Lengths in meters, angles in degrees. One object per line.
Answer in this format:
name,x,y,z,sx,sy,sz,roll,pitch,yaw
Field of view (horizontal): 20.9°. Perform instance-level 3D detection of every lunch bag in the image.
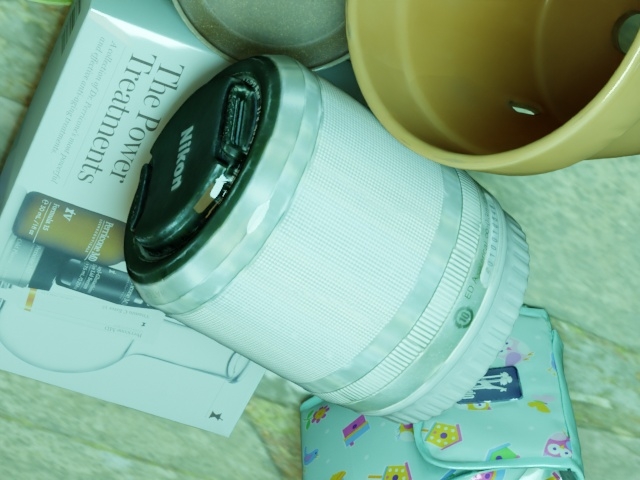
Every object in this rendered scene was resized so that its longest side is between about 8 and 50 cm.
lunch bag,0.116,0.192,1.583,0.262,0.223,0.160,-34,120,21

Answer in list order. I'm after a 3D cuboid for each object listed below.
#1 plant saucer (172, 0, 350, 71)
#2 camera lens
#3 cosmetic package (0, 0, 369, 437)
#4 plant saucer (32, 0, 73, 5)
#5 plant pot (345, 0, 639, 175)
plant saucer,-0.030,-0.232,1.410,0.198,0.036,0.199,0,91,-7
camera lens,0.000,0.000,1.369,0.274,0.219,0.219,31,119,-25
cosmetic package,-0.138,-0.022,1.531,0.284,0.097,0.377,17,121,-19
plant saucer,-0.216,-0.311,1.421,0.241,0.037,0.241,2,121,3
plant pot,0.191,-0.181,1.329,0.203,0.291,0.291,12,130,-48
